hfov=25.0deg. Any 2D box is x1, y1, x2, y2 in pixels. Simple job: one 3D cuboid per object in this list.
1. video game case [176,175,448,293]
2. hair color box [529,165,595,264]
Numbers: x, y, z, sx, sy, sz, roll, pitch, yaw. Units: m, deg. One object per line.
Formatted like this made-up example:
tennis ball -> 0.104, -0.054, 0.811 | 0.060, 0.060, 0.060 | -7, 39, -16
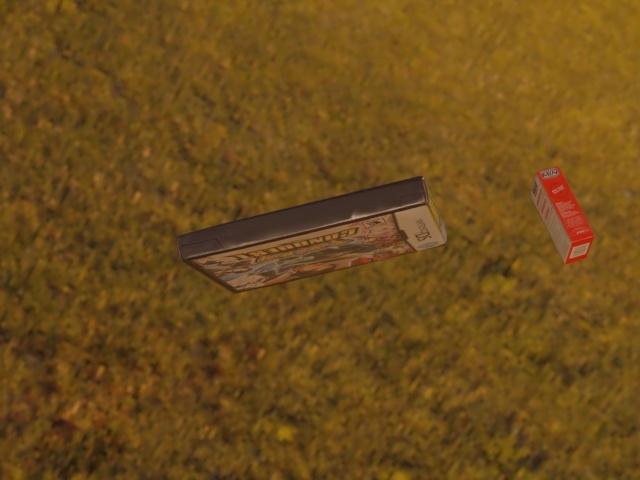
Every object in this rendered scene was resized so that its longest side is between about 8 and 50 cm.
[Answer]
video game case -> 0.000, 0.000, 1.641 | 0.248, 0.275, 0.035 | 46, 31, -76
hair color box -> 0.384, -0.041, 2.297 | 0.043, 0.072, 0.141 | -16, 61, -12
